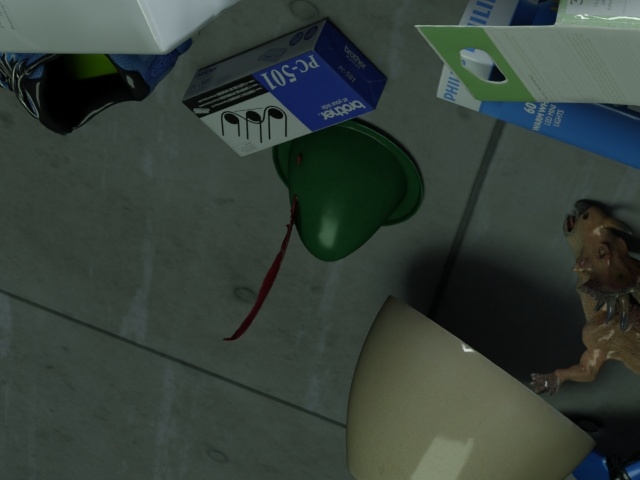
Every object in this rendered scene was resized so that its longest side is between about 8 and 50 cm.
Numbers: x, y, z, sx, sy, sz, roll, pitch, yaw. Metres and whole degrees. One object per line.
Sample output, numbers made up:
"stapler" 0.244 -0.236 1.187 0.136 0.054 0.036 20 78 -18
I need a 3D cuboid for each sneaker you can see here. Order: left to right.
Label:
"sneaker" -0.292 -0.192 1.988 0.330 0.147 0.130 0 140 33

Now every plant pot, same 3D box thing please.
"plant pot" 0.137 0.219 2.145 0.284 0.191 0.284 36 177 2

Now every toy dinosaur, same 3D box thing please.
"toy dinosaur" 0.357 0.100 2.021 0.296 0.127 0.200 25 141 -12

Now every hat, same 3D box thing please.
"hat" 0.000 0.000 2.039 0.173 0.183 0.208 15 146 13

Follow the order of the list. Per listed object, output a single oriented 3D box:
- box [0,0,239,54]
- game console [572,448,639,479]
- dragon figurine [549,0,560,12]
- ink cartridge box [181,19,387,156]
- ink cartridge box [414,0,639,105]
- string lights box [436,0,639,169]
"box" -0.204 -0.283 1.654 0.345 0.215 0.168 6 129 45
"game console" 0.440 0.294 2.321 0.250 0.173 0.293 -31 125 15
"dragon figurine" 0.263 -0.249 1.613 0.289 0.144 0.085 15 150 -22
"ink cartridge box" -0.039 -0.154 1.975 0.207 0.046 0.097 -16 131 44
"ink cartridge box" 0.216 -0.160 1.555 0.235 0.056 0.171 7 165 25
"string lights box" 0.249 -0.153 1.714 0.260 0.133 0.077 20 149 6
